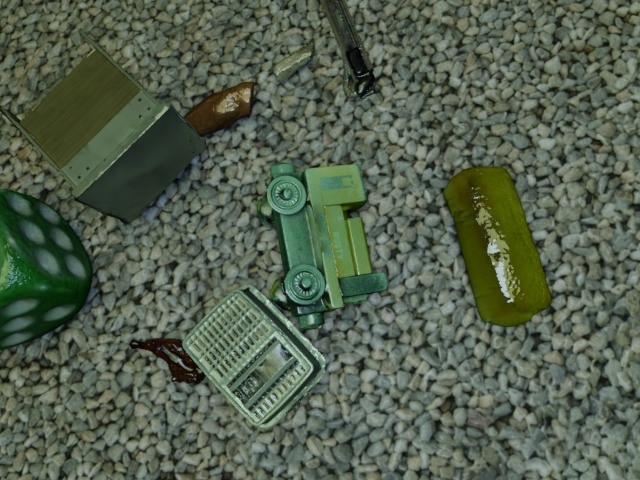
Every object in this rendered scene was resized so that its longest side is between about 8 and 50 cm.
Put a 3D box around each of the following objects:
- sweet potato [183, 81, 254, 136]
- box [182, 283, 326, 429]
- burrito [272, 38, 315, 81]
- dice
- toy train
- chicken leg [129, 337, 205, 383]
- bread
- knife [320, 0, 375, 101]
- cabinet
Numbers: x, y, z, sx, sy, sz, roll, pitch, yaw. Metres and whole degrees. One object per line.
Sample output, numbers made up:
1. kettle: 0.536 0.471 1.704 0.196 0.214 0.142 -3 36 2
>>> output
1. sweet potato: -0.270 -0.329 1.293 0.252 0.097 0.097 -27 78 9
2. box: -0.149 0.260 1.128 0.220 0.166 0.290 -45 78 -3
3. burrito: -0.064 -0.478 1.323 0.149 0.041 0.055 -37 65 -2
4. dice: -0.754 0.071 1.168 0.300 0.287 0.297 -31 75 0
5. toy train: 0.000 0.000 1.153 0.254 0.160 0.396 -8 79 -17
6. chicken leg: -0.368 0.281 1.210 0.205 0.053 0.093 36 99 15
7. bread: 0.408 0.005 1.146 0.167 0.112 0.382 -14 78 4
8. knife: 0.062 -0.543 1.323 0.089 0.043 0.364 -17 77 1
9. cabinet: -0.506 -0.262 1.184 0.318 0.227 0.290 42 87 14
